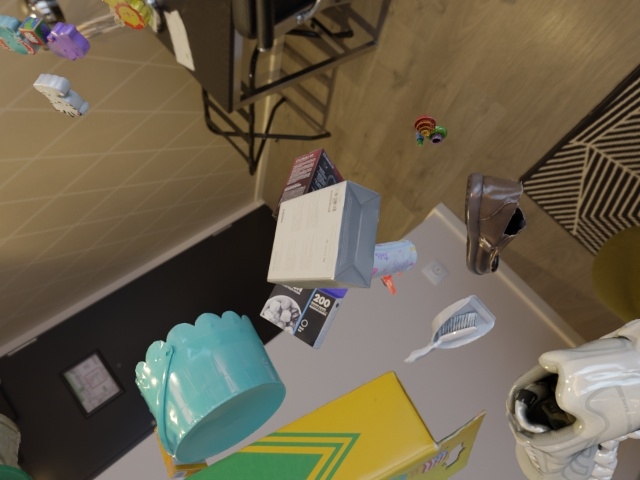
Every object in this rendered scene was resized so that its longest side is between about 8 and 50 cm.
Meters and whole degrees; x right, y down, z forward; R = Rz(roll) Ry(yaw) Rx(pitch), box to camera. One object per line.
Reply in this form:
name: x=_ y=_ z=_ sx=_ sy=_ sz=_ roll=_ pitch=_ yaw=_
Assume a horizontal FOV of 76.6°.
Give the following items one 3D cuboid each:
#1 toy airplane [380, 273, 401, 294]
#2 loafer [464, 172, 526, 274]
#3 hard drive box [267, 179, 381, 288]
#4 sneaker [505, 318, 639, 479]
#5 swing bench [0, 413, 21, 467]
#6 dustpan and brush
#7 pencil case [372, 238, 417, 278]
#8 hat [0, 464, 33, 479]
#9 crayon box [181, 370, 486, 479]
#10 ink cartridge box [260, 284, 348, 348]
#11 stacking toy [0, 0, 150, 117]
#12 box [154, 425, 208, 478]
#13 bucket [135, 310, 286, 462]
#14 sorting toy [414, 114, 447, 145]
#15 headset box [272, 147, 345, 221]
toy airplane: x=0.277 y=0.134 z=1.615 sx=0.151 sy=0.028 sz=0.151 roll=168 pitch=90 yaw=-68
loafer: x=0.423 y=-0.017 z=0.979 sx=0.130 sy=0.134 sz=0.366 roll=4 pitch=153 yaw=24
hard drive box: x=0.000 y=0.000 z=0.800 sx=0.232 sy=0.089 sz=0.181 roll=-8 pitch=69 yaw=54
sneaker: x=0.240 y=0.181 z=0.412 sx=0.292 sy=0.118 sz=0.110 roll=85 pitch=175 yaw=-45
swing bench: x=-0.702 y=0.521 z=0.796 sx=0.165 sy=0.255 sz=0.253 roll=28 pitch=-170 yaw=-40
dustpan and brush: x=0.273 y=0.211 z=0.892 sx=0.211 sy=0.060 sz=0.147 roll=-29 pitch=133 yaw=25
pencil case: x=0.200 y=0.061 z=1.364 sx=0.113 sy=0.273 sz=0.124 roll=40 pitch=125 yaw=44
hat: x=-0.541 y=0.367 z=0.615 sx=0.183 sy=0.208 sz=0.173 roll=17 pitch=133 yaw=44
crayon box: x=0.004 y=0.252 z=0.414 sx=0.202 sy=0.318 sz=0.081 roll=77 pitch=166 yaw=-48
ink cartridge box: x=-0.046 y=0.172 z=1.174 sx=0.206 sy=0.208 sz=0.045 roll=24 pitch=173 yaw=30
stacking toy: x=-0.347 y=-0.249 z=0.503 sx=0.221 sy=0.167 sz=0.052 roll=14 pitch=158 yaw=11
box: x=-0.301 y=0.439 z=0.867 sx=0.081 sy=0.028 sz=0.136 roll=29 pitch=-172 yaw=-46
bucket: x=-0.220 y=0.304 z=0.841 sx=0.183 sy=0.281 sz=0.281 roll=48 pitch=153 yaw=33
sorting toy: x=0.249 y=-0.243 z=0.932 sx=0.061 sy=0.042 sz=0.102 roll=-17 pitch=148 yaw=41
headset box: x=-0.006 y=-0.118 z=1.231 sx=0.110 sy=0.293 sz=0.218 roll=-13 pitch=133 yaw=30
